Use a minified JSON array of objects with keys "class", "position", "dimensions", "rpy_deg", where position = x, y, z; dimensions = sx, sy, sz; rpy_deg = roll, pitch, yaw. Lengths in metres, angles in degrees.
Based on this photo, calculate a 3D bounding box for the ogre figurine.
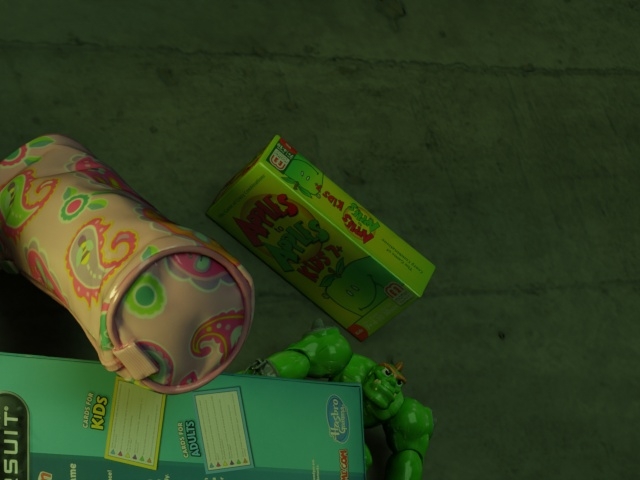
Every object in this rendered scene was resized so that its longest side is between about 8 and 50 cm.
[{"class":"ogre figurine","position":[0.017,0.148,1.603],"dimensions":[0.197,0.097,0.118],"rpy_deg":[32,63,5]}]

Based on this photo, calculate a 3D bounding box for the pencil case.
[{"class":"pencil case","position":[-0.160,0.014,1.430],"dimensions":[0.124,0.124,0.284],"rpy_deg":[8,14,-34]}]

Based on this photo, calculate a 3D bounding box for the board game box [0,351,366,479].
[{"class":"board game box","position":[-0.124,0.220,1.403],"dimensions":[0.336,0.079,0.253],"rpy_deg":[8,69,-29]}]

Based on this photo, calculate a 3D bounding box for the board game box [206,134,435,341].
[{"class":"board game box","position":[0.000,0.000,1.683],"dimensions":[0.181,0.092,0.043],"rpy_deg":[39,46,-10]}]
